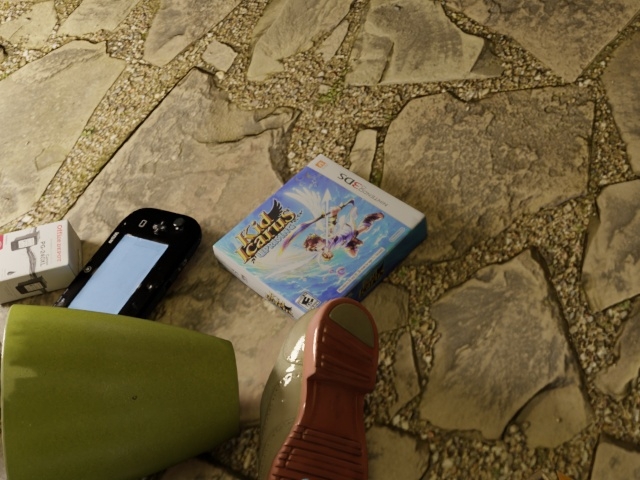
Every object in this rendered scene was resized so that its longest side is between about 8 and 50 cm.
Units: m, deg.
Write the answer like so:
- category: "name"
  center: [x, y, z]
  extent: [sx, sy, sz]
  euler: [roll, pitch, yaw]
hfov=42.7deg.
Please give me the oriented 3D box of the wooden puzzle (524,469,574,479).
- category: "wooden puzzle"
  center: [0.289, 0.344, 1.075]
  extent: [0.116, 0.014, 0.078]
  euler: [-38, 55, -20]

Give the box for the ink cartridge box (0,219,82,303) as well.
- category: "ink cartridge box"
  center: [-0.496, 0.035, 1.416]
  extent: [0.150, 0.063, 0.109]
  euler: [-14, 51, -2]

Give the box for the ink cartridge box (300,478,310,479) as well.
- category: "ink cartridge box"
  center: [-0.052, 0.428, 0.866]
  extent: [0.197, 0.198, 0.270]
  euler: [-19, 13, -6]

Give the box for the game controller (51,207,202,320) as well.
- category: "game controller"
  center: [-0.333, 0.071, 1.361]
  extent: [0.166, 0.067, 0.319]
  euler: [18, 56, 22]

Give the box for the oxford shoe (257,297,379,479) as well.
- category: "oxford shoe"
  center: [-0.022, 0.278, 1.129]
  extent: [0.146, 0.140, 0.397]
  euler: [-22, 45, 53]

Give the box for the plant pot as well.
- category: "plant pot"
  center: [-0.266, 0.215, 1.133]
  extent: [0.293, 0.275, 0.275]
  euler: [-3, 50, -13]

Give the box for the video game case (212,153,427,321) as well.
- category: "video game case"
  center: [0.000, 0.000, 1.368]
  extent: [0.244, 0.061, 0.269]
  euler: [33, 63, 31]
